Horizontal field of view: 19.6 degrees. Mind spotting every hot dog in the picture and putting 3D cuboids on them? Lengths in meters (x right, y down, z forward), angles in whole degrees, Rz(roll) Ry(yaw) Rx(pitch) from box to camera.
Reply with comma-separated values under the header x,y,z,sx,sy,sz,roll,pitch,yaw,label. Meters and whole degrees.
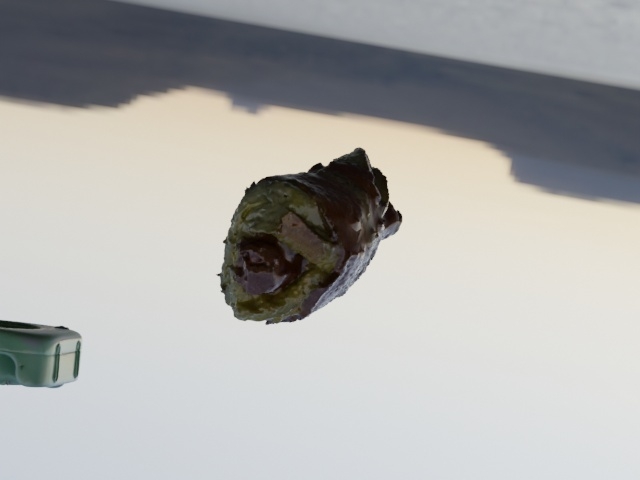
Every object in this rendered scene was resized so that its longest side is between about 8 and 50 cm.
x,y,z,sx,sy,sz,roll,pitch,yaw,label
0.000,0.000,1.607,0.103,0.146,0.213,30,-145,28,hot dog

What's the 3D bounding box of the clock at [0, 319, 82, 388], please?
x,y,z,sx,sy,sz,roll,pitch,yaw,label
-0.373,0.119,2.017,0.211,0.066,0.159,6,180,12,clock
